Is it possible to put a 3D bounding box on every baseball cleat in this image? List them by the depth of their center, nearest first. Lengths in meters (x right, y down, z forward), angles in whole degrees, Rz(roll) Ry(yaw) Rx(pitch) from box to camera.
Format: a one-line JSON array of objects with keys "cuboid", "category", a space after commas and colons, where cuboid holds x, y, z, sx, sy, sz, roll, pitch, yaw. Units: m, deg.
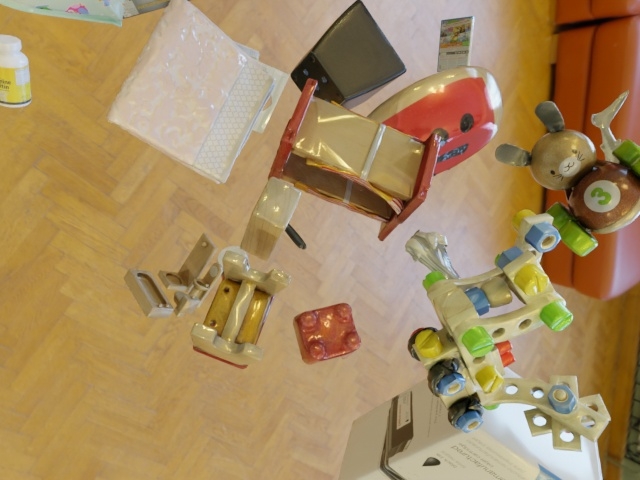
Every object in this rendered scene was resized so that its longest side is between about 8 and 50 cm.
[{"cuboid": [0.324, 0.050, 1.298, 0.206, 0.072, 0.109, 42, 73, 5], "category": "baseball cleat"}]

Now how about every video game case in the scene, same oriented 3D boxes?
[{"cuboid": [0.447, -0.647, 1.634, 0.015, 0.119, 0.167, -12, 110, -41], "category": "video game case"}]

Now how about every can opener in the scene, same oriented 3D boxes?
[{"cuboid": [-0.113, -0.033, 1.816, 0.073, 0.186, 0.059, -53, 157, 17], "category": "can opener"}]

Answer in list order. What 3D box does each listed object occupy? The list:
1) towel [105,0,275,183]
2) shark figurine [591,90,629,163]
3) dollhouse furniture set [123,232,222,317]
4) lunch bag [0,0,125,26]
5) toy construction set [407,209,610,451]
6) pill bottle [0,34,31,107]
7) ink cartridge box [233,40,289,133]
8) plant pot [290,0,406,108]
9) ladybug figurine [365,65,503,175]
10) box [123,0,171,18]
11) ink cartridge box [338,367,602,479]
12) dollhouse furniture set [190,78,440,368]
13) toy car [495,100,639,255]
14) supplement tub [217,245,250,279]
[{"cuboid": [-0.293, -0.348, 1.188, 0.316, 0.053, 0.332, 31, 79, -35], "category": "towel"}, {"cuboid": [0.693, -0.173, 1.088, 0.166, 0.116, 0.279, 37, 41, -56], "category": "shark figurine"}, {"cuboid": [-0.284, 0.064, 0.989, 0.123, 0.144, 0.151, -54, 147, 14], "category": "dollhouse furniture set"}, {"cuboid": [-0.483, -0.530, 0.873, 0.262, 0.160, 0.223, -3, 142, -33], "category": "lunch bag"}, {"cuboid": [0.235, 0.140, 0.626, 0.215, 0.151, 0.328, -30, 115, 1], "category": "toy construction set"}, {"cuboid": [-0.902, -0.490, 1.427, 0.103, 0.103, 0.184, -10, 133, -33], "category": "pill bottle"}, {"cuboid": [-0.264, -0.526, 1.705, 0.238, 0.275, 0.060, 17, 46, -20], "category": "ink cartridge box"}, {"cuboid": [0.044, -0.391, 1.130, 0.167, 0.188, 0.187, -42, 102, -24], "category": "plant pot"}, {"cuboid": [0.281, -0.272, 1.256, 0.449, 0.162, 0.305, -25, 155, -9], "category": "ladybug figurine"}, {"cuboid": [-0.390, -0.655, 1.262, 0.183, 0.230, 0.056, -76, 153, -43], "category": "box"}, {"cuboid": [0.261, 0.417, 0.932, 0.285, 0.395, 0.166, 35, 41, -8], "category": "ink cartridge box"}, {"cuboid": [0.000, 0.000, 0.637, 0.201, 0.152, 0.374, 23, 65, -7], "category": "dollhouse furniture set"}, {"cuboid": [0.352, -0.104, 0.697, 0.188, 0.149, 0.155, 37, 115, -6], "category": "toy car"}, {"cuboid": [-0.327, 0.120, 1.898, 0.117, 0.117, 0.191, -33, 147, -25], "category": "supplement tub"}]
